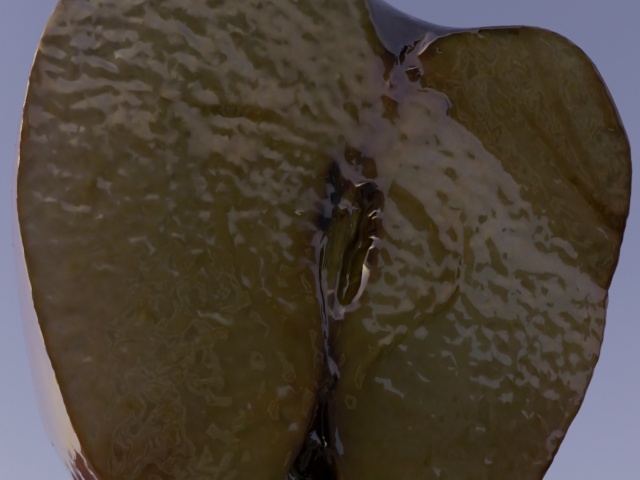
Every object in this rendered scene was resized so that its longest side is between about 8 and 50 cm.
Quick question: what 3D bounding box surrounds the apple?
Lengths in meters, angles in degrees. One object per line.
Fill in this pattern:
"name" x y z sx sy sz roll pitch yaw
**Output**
"apple" 0.000 0.000 0.480 0.329 0.364 0.295 5 -17 21
